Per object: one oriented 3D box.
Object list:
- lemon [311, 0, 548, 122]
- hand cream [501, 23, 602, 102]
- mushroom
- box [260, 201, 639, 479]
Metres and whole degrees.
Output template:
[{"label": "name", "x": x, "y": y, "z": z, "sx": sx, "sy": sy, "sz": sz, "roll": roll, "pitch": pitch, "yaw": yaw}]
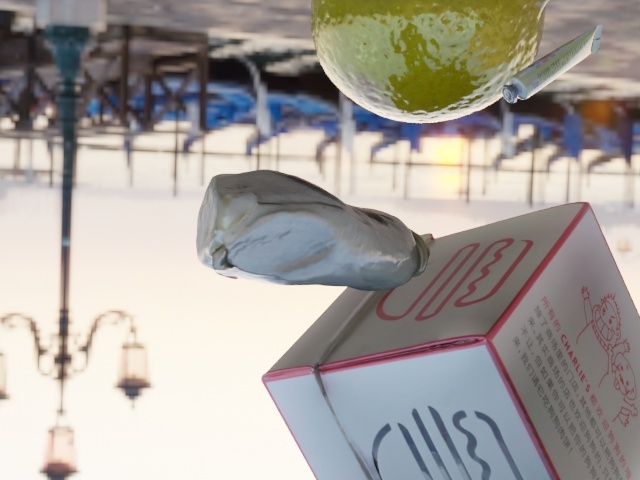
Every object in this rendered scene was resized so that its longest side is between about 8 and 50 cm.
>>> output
[{"label": "lemon", "x": 0.120, "y": -0.253, "z": 1.405, "sx": 0.267, "sy": 0.267, "sz": 0.267, "roll": 2, "pitch": -178, "yaw": 0}, {"label": "hand cream", "x": 0.193, "y": -0.144, "z": 1.048, "sx": 0.102, "sy": 0.035, "sz": 0.022, "roll": -34, "pitch": -122, "yaw": -18}, {"label": "mushroom", "x": 0.002, "y": 0.000, "z": 1.148, "sx": 0.109, "sy": 0.097, "sz": 0.351, "roll": 10, "pitch": 178, "yaw": 35}, {"label": "box", "x": 0.181, "y": 0.176, "z": 1.420, "sx": 0.300, "sy": 0.314, "sz": 0.312, "roll": -15, "pitch": -161, "yaw": 40}]
